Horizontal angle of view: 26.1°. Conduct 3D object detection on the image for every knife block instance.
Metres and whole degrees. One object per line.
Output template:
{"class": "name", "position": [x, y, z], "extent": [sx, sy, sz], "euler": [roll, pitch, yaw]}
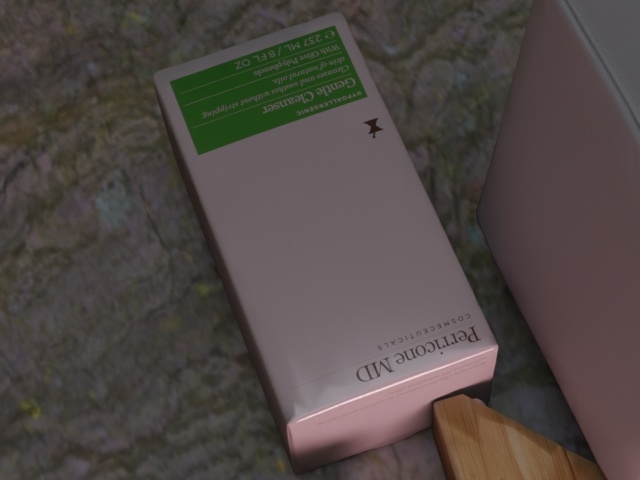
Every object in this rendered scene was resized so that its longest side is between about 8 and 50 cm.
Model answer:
{"class": "knife block", "position": [0.167, 0.292, 1.135], "extent": [0.276, 0.088, 0.242], "euler": [27, 69, 15]}

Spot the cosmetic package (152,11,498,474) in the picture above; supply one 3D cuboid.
{"class": "cosmetic package", "position": [0.000, 0.000, 1.253], "extent": [0.197, 0.155, 0.365], "euler": [-21, 64, -8]}

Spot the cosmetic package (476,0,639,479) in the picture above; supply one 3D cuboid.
{"class": "cosmetic package", "position": [0.383, -0.033, 1.094], "extent": [0.394, 0.329, 0.327], "euler": [-14, 58, -13]}
